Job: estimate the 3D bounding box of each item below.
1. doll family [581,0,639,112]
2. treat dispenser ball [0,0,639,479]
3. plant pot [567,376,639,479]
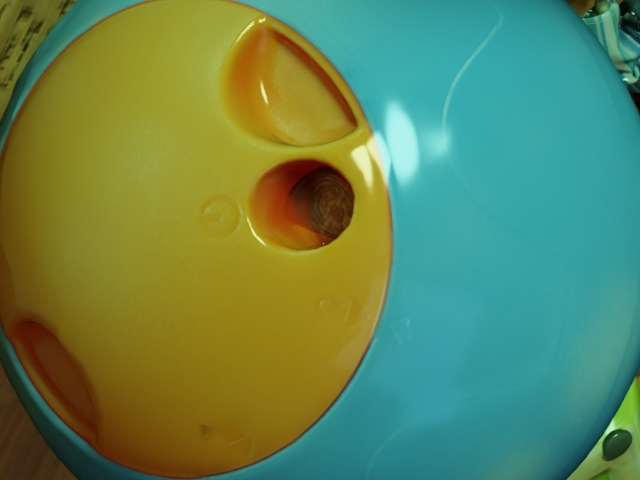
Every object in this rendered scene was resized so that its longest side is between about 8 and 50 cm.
[{"bbox_3d":[0.189,-0.111,1.030,0.163,0.118,0.263,-50,139,11],"label":"doll family"},{"bbox_3d":[0.000,0.000,0.850,0.288,0.288,0.288,-21,135,-22],"label":"treat dispenser ball"},{"bbox_3d":[0.058,0.120,1.065,0.227,0.207,0.228,-32,138,-10],"label":"plant pot"}]
